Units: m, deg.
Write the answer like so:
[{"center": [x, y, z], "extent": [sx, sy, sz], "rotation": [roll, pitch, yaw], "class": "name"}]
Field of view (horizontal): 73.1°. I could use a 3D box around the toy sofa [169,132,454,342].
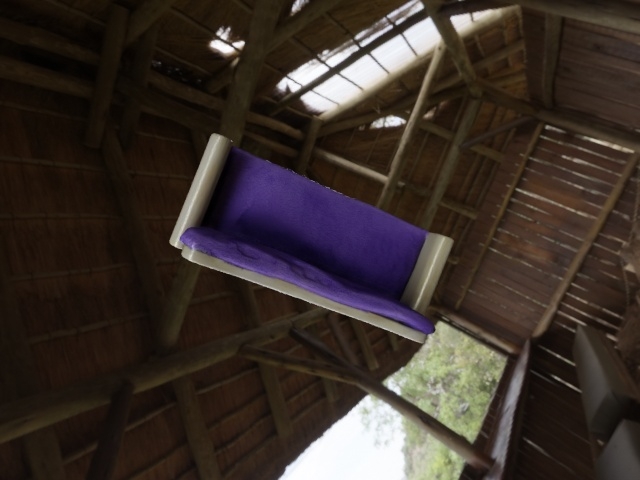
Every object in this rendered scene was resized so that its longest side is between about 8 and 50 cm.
[{"center": [0.000, 0.000, 0.586], "extent": [0.150, 0.363, 0.177], "rotation": [-68, 16, -1], "class": "toy sofa"}]
